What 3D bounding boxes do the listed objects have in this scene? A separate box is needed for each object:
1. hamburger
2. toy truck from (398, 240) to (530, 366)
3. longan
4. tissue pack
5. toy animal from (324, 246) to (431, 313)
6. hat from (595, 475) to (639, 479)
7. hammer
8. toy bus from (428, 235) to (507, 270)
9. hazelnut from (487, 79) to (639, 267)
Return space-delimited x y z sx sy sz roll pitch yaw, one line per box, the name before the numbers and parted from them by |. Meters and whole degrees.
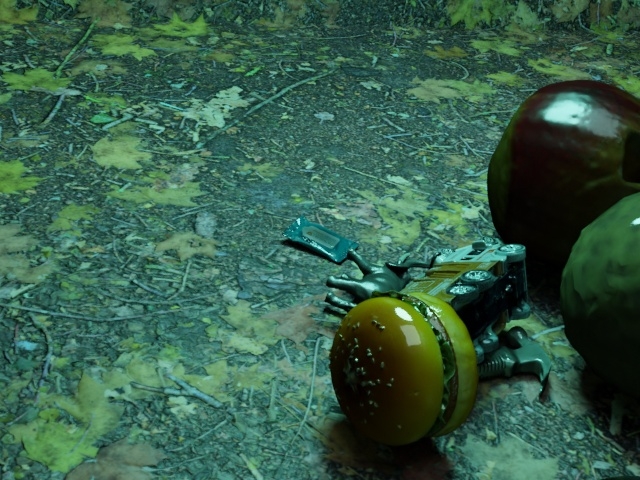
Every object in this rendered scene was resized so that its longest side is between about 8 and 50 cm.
hamburger | 0.106 0.193 1.439 0.169 0.246 0.246 -6 32 -38
toy truck | 0.239 0.103 1.652 0.162 0.136 0.305 3 19 34
longan | 0.593 0.099 1.592 0.390 0.391 0.391 6 31 -3
tissue pack | 0.000 0.000 1.946 0.138 0.028 0.085 25 38 18
toy animal | 0.101 0.072 1.797 0.137 0.082 0.269 24 30 20
hat | 0.332 0.489 1.114 0.366 0.257 0.382 -23 74 -2
hammer | 0.280 0.209 1.644 0.226 0.041 0.159 -1 30 -15
toy bus | 0.296 0.056 1.864 0.193 0.087 0.089 -15 43 -34
hazelnut | 0.512 -0.112 1.907 0.401 0.402 0.429 13 -9 8
